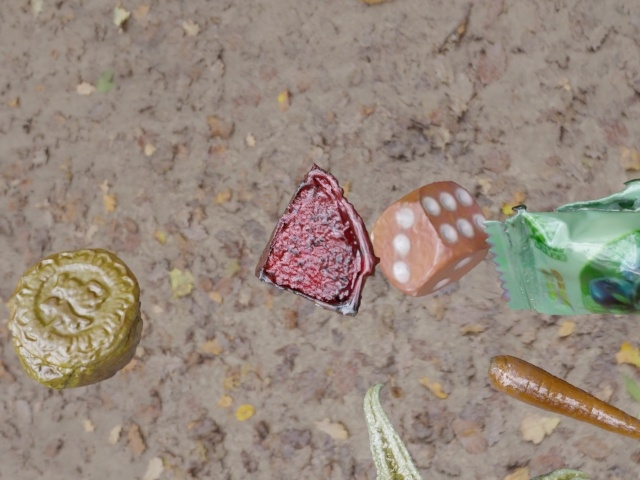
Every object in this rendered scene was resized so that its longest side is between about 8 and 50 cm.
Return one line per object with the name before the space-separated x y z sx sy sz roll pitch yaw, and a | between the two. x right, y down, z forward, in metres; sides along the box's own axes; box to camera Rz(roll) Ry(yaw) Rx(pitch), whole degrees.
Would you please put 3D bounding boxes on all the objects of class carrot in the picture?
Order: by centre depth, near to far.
carrot | 0.290 0.185 0.811 0.216 0.048 0.048 23 95 7

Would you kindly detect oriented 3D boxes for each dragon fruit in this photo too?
dragon fruit | 0.002 0.001 0.840 0.120 0.127 0.161 22 95 -9

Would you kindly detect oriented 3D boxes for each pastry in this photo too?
pastry | -0.186 0.061 0.555 0.097 0.057 0.109 17 64 -1

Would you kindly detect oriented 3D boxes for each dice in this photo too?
dice | 0.224 -0.002 1.437 0.179 0.174 0.174 -44 66 42

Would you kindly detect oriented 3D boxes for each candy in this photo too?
candy | 0.490 0.039 1.234 0.397 0.172 0.263 -5 123 28

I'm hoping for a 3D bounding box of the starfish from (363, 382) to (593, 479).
starfish | 0.076 0.186 0.436 0.216 0.050 0.224 -17 57 -8
